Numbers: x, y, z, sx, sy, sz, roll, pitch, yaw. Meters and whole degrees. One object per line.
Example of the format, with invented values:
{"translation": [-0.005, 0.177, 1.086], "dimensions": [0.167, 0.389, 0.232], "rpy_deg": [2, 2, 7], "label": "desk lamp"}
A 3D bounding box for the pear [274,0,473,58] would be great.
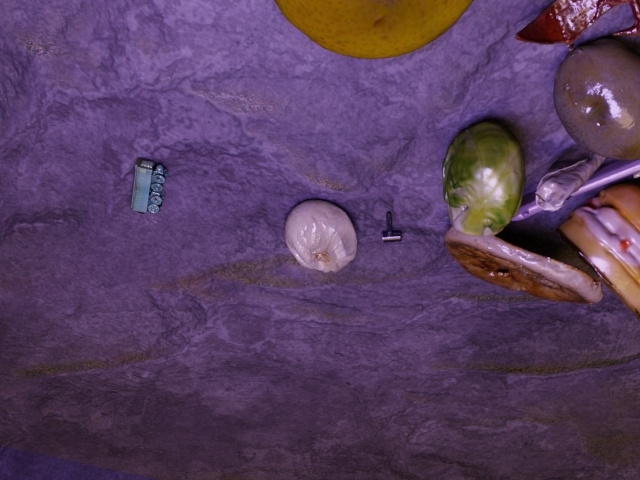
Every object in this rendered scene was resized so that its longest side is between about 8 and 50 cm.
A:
{"translation": [0.108, -0.424, 0.969], "dimensions": [0.386, 0.191, 0.340], "rpy_deg": [-29, 127, 28], "label": "pear"}

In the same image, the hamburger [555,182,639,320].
{"translation": [0.654, 0.000, 1.316], "dimensions": [0.237, 0.276, 0.276], "rpy_deg": [-44, 120, 13], "label": "hamburger"}

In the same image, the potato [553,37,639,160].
{"translation": [0.523, -0.250, 1.144], "dimensions": [0.178, 0.160, 0.235], "rpy_deg": [-36, 104, 11], "label": "potato"}

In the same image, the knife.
{"translation": [0.563, -0.123, 1.295], "dimensions": [0.399, 0.132, 0.038], "rpy_deg": [-23, 101, 30], "label": "knife"}

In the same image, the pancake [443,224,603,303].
{"translation": [0.437, 0.063, 1.391], "dimensions": [0.356, 0.065, 0.356], "rpy_deg": [22, 173, 3], "label": "pancake"}

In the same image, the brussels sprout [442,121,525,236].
{"translation": [0.324, -0.120, 1.244], "dimensions": [0.161, 0.223, 0.223], "rpy_deg": [-6, 135, -7], "label": "brussels sprout"}

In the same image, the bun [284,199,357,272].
{"translation": [0.000, 0.000, 1.443], "dimensions": [0.164, 0.111, 0.188], "rpy_deg": [-7, 130, 6], "label": "bun"}

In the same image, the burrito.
{"translation": [0.486, -0.128, 1.249], "dimensions": [0.087, 0.226, 0.060], "rpy_deg": [8, 125, 39], "label": "burrito"}

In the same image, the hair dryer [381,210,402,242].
{"translation": [0.162, -0.032, 1.466], "dimensions": [0.047, 0.026, 0.083], "rpy_deg": [-5, 126, 6], "label": "hair dryer"}

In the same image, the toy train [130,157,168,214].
{"translation": [-0.378, -0.114, 1.405], "dimensions": [0.071, 0.038, 0.148], "rpy_deg": [15, 134, -8], "label": "toy train"}

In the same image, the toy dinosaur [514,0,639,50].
{"translation": [0.477, -0.405, 1.012], "dimensions": [0.327, 0.113, 0.206], "rpy_deg": [0, 116, 13], "label": "toy dinosaur"}
